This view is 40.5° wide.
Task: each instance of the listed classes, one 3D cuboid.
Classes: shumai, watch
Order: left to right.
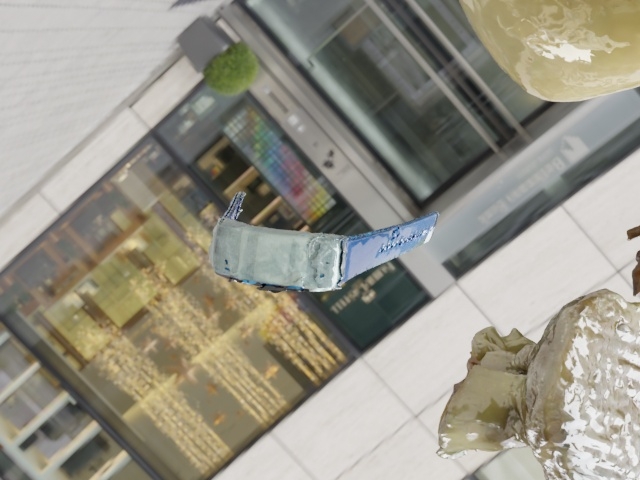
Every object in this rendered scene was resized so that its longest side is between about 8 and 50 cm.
[{"bbox_3d":[0.012,0.002,1.013,0.274,0.277,0.068,-83,178,-80],"label":"watch"},{"bbox_3d":[0.182,0.117,0.678,0.153,0.209,0.161,4,-112,42],"label":"shumai"}]

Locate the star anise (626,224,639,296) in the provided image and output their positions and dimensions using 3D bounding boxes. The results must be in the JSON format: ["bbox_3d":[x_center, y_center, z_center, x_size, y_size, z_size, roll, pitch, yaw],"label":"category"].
[{"bbox_3d":[0.516,-0.010,1.167,0.213,0.111,0.196,-18,160,-22],"label":"star anise"}]

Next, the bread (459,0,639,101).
[{"bbox_3d":[0.228,-0.307,0.605,0.348,0.375,0.253,-20,-178,16],"label":"bread"}]
